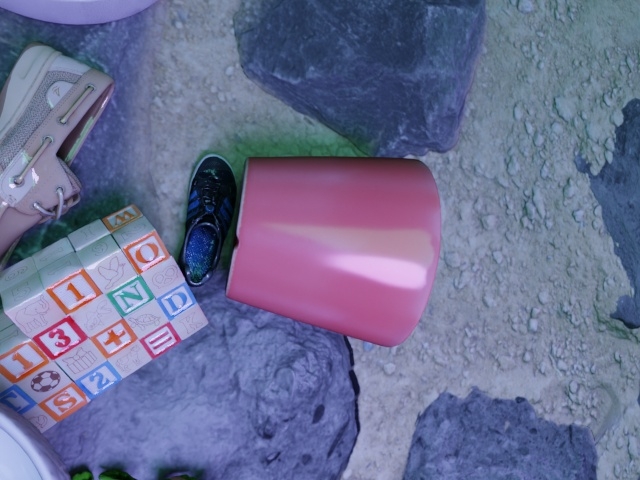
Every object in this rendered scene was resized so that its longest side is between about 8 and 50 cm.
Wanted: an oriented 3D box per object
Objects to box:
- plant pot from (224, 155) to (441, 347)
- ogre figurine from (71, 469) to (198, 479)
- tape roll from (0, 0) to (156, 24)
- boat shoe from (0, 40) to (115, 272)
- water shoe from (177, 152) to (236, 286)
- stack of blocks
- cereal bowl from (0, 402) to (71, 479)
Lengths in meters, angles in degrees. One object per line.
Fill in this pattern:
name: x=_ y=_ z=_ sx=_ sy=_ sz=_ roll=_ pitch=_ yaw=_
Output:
plant pot: x=0.000 y=0.000 z=0.649 sx=0.243 sy=0.275 sz=0.275 roll=9 pitch=83 yaw=-13
ogre figurine: x=-0.238 y=0.374 z=0.601 sx=0.197 sy=0.097 sz=0.118 roll=16 pitch=74 yaw=-25
tape roll: x=-0.365 y=-0.497 z=0.621 sx=0.392 sy=0.072 sz=0.392 roll=2 pitch=85 yaw=-22
boat shoe: x=-0.358 y=-0.078 z=0.568 sx=0.110 sy=0.122 sz=0.341 roll=19 pitch=78 yaw=-19
water shoe: x=-0.158 y=-0.032 z=0.669 sx=0.073 sy=0.080 sz=0.203 roll=10 pitch=83 yaw=-22
stack of blocks: x=-0.310 y=0.107 z=0.552 sx=0.297 sy=0.087 sz=0.171 roll=-34 pitch=132 yaw=-20
cereal bowl: x=-0.370 y=0.289 z=0.374 sx=0.339 sy=0.141 sz=0.339 roll=4 pitch=69 yaw=-11
